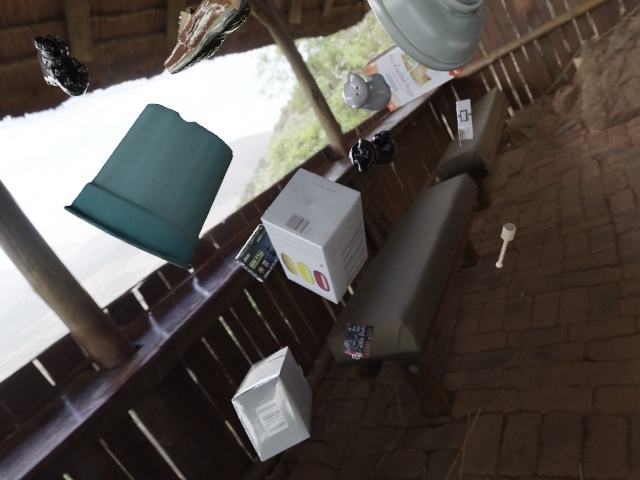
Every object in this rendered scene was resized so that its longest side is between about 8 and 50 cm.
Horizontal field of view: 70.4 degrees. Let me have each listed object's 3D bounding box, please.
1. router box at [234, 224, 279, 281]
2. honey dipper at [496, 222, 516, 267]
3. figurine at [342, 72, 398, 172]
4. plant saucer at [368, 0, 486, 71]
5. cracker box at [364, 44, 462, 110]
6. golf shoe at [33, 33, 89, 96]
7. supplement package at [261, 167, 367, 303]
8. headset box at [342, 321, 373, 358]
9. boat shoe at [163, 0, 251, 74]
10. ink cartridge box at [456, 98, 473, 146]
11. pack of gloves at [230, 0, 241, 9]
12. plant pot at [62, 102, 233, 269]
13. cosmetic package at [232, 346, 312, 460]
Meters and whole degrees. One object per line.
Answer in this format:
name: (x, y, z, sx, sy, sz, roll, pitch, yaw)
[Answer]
router box: (-0.151, 0.032, 1.180, 0.038, 0.092, 0.122, -4, 49, 55)
honey dipper: (0.479, 0.018, 1.179, 0.031, 0.160, 0.030, -6, 49, 6)
figurine: (0.105, -0.262, 1.008, 0.093, 0.214, 0.209, -4, 14, 20)
plant saucer: (0.254, -0.576, 0.976, 0.400, 0.400, 0.101, -40, 16, -32)
cracker box: (0.266, -0.498, 1.303, 0.232, 0.155, 0.067, -23, 28, 34)
golf shoe: (-0.601, -0.390, 1.063, 0.077, 0.198, 0.094, -20, -26, -37)
supplement package: (0.000, 0.000, 0.908, 0.139, 0.244, 0.133, 25, 66, 23)
headset box: (0.090, 0.244, 1.098, 0.062, 0.083, 0.032, 1, -11, 41)
boat shoe: (-0.343, -0.613, 1.310, 0.324, 0.120, 0.122, -30, 16, 27)
ink cartridge box: (0.300, -0.242, 0.940, 0.028, 0.048, 0.083, -4, 69, 20)
pack of gloves: (-0.197, -0.669, 0.993, 0.046, 0.195, 0.231, -5, 60, 27)
plant pot: (-0.413, -0.147, 1.179, 0.334, 0.341, 0.341, -63, 21, -6)
cosmetic package: (-0.084, 0.305, 0.890, 0.107, 0.127, 0.238, -28, -3, -3)
